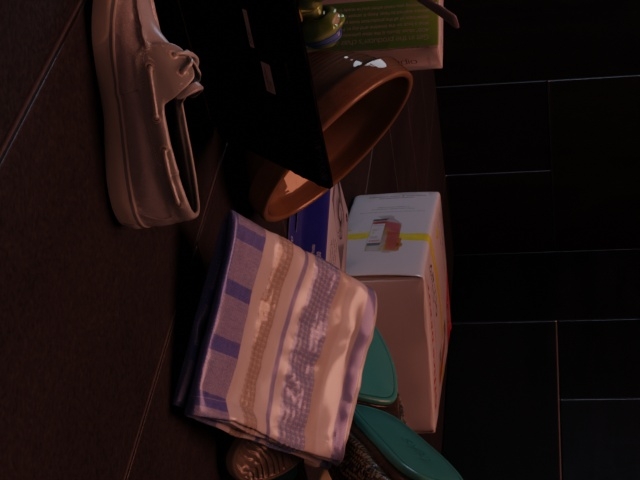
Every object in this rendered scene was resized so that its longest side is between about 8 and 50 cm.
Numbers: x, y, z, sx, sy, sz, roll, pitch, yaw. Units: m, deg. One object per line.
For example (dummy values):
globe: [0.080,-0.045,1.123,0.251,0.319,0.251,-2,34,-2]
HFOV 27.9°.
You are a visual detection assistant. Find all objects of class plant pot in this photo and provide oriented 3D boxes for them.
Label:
plant pot: [-0.014,-0.140,1.489,0.110,0.237,0.237,45,4,11]

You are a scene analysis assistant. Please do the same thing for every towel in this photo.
towel: [-0.034,0.109,1.316,0.285,0.034,0.209,32,68,-53]

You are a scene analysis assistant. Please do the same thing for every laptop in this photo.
laptop: [-0.061,-0.218,1.305,0.136,0.264,0.234,-41,140,-27]

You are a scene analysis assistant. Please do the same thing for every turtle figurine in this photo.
turtle figurine: [0.008,-0.349,1.377,0.266,0.274,0.198,55,46,-29]

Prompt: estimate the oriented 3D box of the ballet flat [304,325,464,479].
ballet flat: [0.031,0.240,1.556,0.182,0.164,0.483,-63,-156,17]

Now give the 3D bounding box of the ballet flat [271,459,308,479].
ballet flat: [-0.044,0.285,1.513,0.070,0.070,0.188,-23,114,-79]

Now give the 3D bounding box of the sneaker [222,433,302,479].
sneaker: [-0.056,0.182,1.437,0.222,0.118,0.083,-44,123,-37]

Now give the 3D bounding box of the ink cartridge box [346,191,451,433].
ink cartridge box: [0.121,0.113,2.140,0.385,0.160,0.279,-67,153,-66]

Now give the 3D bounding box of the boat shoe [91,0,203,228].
boat shoe: [-0.133,-0.123,1.052,0.079,0.081,0.228,-47,134,-75]

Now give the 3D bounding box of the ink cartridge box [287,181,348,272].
ink cartridge box: [0.000,0.000,1.832,0.224,0.045,0.223,68,23,-61]

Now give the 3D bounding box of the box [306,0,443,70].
box: [0.037,-0.353,1.599,0.058,0.232,0.322,65,26,-62]
